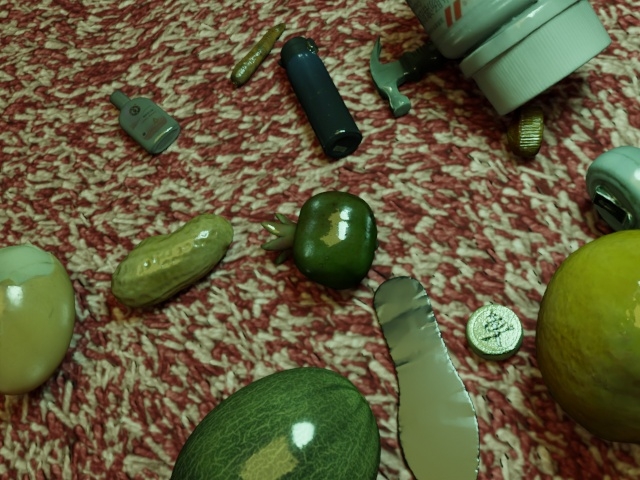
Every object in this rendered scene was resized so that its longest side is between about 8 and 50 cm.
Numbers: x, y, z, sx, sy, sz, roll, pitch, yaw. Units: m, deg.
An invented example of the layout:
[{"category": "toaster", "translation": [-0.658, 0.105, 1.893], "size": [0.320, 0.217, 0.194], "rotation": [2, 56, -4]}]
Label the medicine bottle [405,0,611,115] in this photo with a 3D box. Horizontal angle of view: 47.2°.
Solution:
[{"category": "medicine bottle", "translation": [0.283, -0.376, 1.145], "size": [0.245, 0.245, 0.306], "rotation": [-36, 93, -4]}]

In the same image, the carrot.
[{"category": "carrot", "translation": [-0.116, -0.359, 1.398], "size": [0.035, 0.036, 0.165], "rotation": [31, 74, 24]}]

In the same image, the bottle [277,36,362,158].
[{"category": "bottle", "translation": [-0.003, -0.261, 1.301], "size": [0.082, 0.072, 0.245], "rotation": [-41, 58, 26]}]

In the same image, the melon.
[{"category": "melon", "translation": [-0.055, 0.305, 0.964], "size": [0.301, 0.237, 0.237], "rotation": [-42, 63, -7]}]

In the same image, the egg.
[{"category": "egg", "translation": [-0.496, 0.125, 1.179], "size": [0.200, 0.201, 0.245], "rotation": [-14, 77, 7]}]

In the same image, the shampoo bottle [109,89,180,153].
[{"category": "shampoo bottle", "translation": [-0.340, -0.232, 1.390], "size": [0.165, 0.040, 0.080], "rotation": [40, 82, 25]}]

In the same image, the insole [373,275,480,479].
[{"category": "insole", "translation": [0.153, 0.211, 1.085], "size": [0.118, 0.009, 0.349], "rotation": [-17, 64, 4]}]

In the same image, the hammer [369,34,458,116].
[{"category": "hammer", "translation": [0.198, -0.326, 1.302], "size": [0.226, 0.041, 0.159], "rotation": [-24, 64, 3]}]

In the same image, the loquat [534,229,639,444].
[{"category": "loquat", "translation": [0.407, 0.117, 0.930], "size": [0.274, 0.275, 0.275], "rotation": [-5, 65, 11]}]

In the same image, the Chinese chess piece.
[{"category": "Chinese chess piece", "translation": [0.256, 0.135, 1.080], "size": [0.084, 0.034, 0.084], "rotation": [-5, 64, 11]}]

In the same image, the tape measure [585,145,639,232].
[{"category": "tape measure", "translation": [0.434, -0.095, 0.976], "size": [0.084, 0.330, 0.164], "rotation": [-38, 61, -8]}]

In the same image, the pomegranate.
[{"category": "pomegranate", "translation": [0.000, 0.000, 1.162], "size": [0.191, 0.131, 0.152], "rotation": [-4, 69, 37]}]

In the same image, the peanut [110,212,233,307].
[{"category": "peanut", "translation": [-0.246, 0.029, 1.217], "size": [0.225, 0.095, 0.108], "rotation": [-30, 60, -2]}]

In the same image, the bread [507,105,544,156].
[{"category": "bread", "translation": [0.327, -0.176, 1.178], "size": [0.053, 0.085, 0.085], "rotation": [3, 67, 10]}]
